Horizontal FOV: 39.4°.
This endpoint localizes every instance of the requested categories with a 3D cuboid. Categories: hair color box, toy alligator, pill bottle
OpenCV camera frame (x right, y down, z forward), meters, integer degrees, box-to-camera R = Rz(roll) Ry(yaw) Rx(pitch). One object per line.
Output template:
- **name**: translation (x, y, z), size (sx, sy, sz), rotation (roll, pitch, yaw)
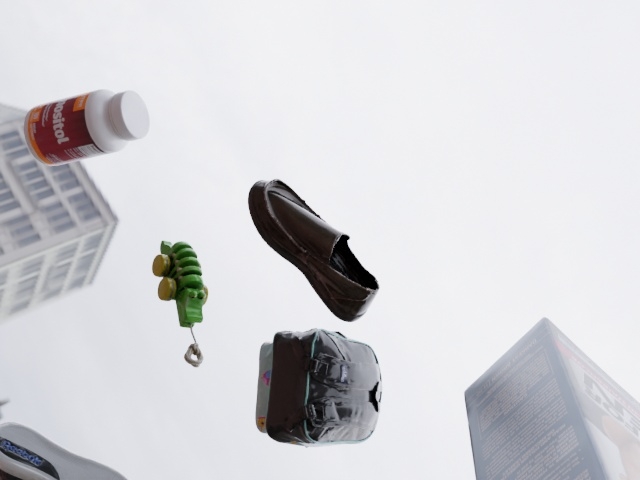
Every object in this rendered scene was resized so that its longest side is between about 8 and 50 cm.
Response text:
- **hair color box**: translation (0.219, 0.219, 0.660), size (0.185, 0.374, 0.113), rotation (41, -73, -8)
- **toy alligator**: translation (-0.158, 0.061, 1.074), size (0.051, 0.056, 0.189), rotation (-50, -135, 32)
- **pill bottle**: translation (-0.307, -0.152, 1.184), size (0.152, 0.086, 0.086), rotation (-10, -75, 22)

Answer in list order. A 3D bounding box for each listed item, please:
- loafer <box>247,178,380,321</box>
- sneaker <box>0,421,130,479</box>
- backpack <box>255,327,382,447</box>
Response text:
- **loafer**: translation (0.000, 0.000, 1.135), size (0.220, 0.080, 0.078), rotation (48, -48, -4)
- **sneaker**: translation (-0.300, 0.304, 1.035), size (0.217, 0.079, 0.121), rotation (35, -53, -1)
- **backpack**: translation (0.001, 0.214, 1.286), size (0.144, 0.188, 0.165), rotation (-10, -107, 42)
